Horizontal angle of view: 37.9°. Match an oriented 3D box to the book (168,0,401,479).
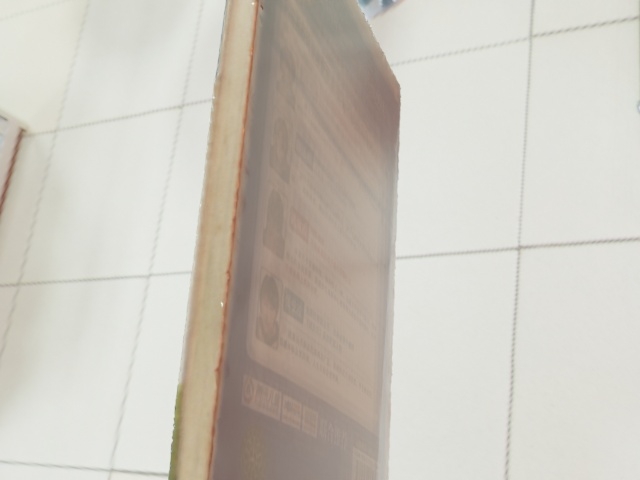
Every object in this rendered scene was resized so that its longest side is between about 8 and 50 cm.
[{"bbox_3d":[0.000,0.000,0.470,0.018,0.228,0.322,-6,64,19],"label":"book"}]
